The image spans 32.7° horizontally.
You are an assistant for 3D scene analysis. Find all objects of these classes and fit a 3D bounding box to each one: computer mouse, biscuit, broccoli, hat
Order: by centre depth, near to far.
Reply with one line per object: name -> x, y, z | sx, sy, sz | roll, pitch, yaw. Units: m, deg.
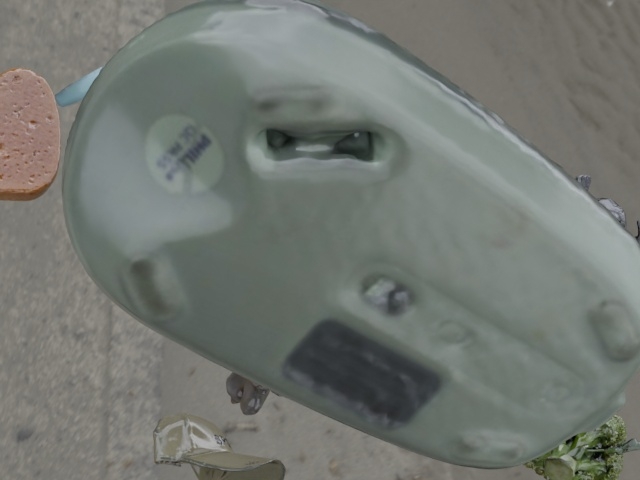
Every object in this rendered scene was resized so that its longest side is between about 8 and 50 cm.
computer mouse -> 0.027, 0.005, 0.565 | 0.330, 0.197, 0.095 | 33, 29, -23
broccoli -> 0.285, 0.232, 1.245 | 0.131, 0.130, 0.120 | 46, 34, 3
biscuit -> -0.420, -0.137, 1.360 | 0.192, 0.036, 0.186 | 4, 66, -33
hat -> -0.130, 0.287, 1.484 | 0.175, 0.147, 0.085 | -1, 63, 20

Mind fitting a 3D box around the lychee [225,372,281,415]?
lychee -> 0.000, 0.000, 1.244 | 0.380, 0.380, 0.432 | 26, 93, -10

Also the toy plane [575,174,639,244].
toy plane -> 0.285, 0.034, 1.135 | 0.053, 0.078, 0.197 | -2, 101, -29

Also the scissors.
scissors -> -0.129, -0.220, 1.112 | 0.191, 0.360, 0.029 | -39, 104, -49
